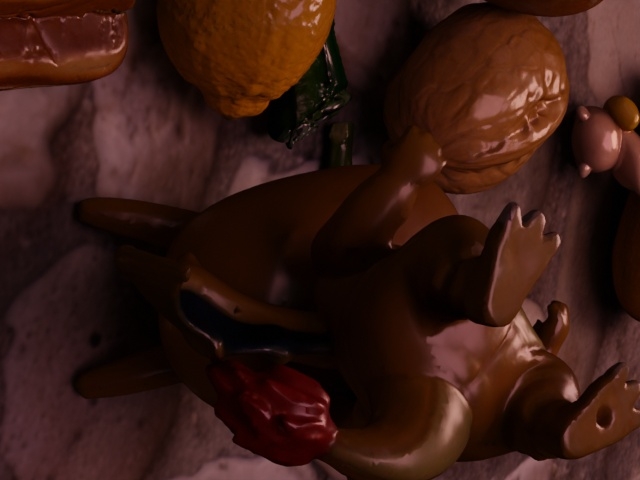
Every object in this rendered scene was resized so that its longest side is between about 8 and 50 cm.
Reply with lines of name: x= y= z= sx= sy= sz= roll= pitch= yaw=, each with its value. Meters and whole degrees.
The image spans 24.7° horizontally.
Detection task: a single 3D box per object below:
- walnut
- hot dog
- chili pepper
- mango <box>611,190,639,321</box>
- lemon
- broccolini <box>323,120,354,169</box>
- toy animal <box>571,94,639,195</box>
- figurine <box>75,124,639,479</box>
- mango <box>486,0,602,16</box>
walnut: x=0.143 y=-0.129 z=1.347 sx=0.206 sy=0.159 sz=0.159 roll=-45 pitch=125 yaw=-39
hot dog: x=-0.237 y=-0.156 z=0.988 sx=0.269 sy=0.072 sz=0.115 roll=-7 pitch=129 yaw=-46
chili pepper: x=-0.013 y=-0.186 z=1.244 sx=0.108 sy=0.062 sz=0.216 roll=-20 pitch=109 yaw=-78
mango: x=0.412 y=-0.043 z=1.646 sx=0.177 sy=0.120 sz=0.294 roll=32 pitch=75 yaw=-66
lemon: x=-0.059 y=-0.182 z=1.137 sx=0.142 sy=0.142 sz=0.187 roll=-10 pitch=118 yaw=-45
broccolini: x=-0.001 y=0.000 z=1.297 sx=0.067 sy=0.058 sz=0.216 roll=39 pitch=53 yaw=-80
toy animal: x=0.305 y=-0.097 z=1.583 sx=0.082 sy=0.091 sz=0.114 roll=-22 pitch=99 yaw=-13
figurine: x=0.006 y=0.053 z=1.029 sx=0.401 sy=0.387 sz=0.268 roll=36 pitch=78 yaw=-32
mango: x=0.134 y=-0.354 z=1.269 sx=0.384 sy=0.199 sz=0.221 roll=39 pitch=102 yaw=-21
